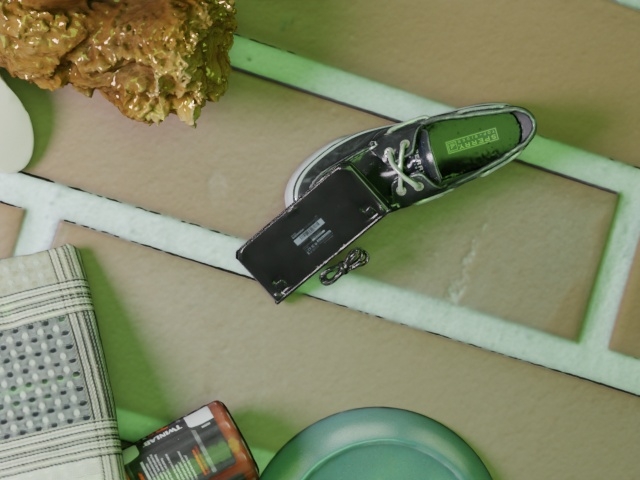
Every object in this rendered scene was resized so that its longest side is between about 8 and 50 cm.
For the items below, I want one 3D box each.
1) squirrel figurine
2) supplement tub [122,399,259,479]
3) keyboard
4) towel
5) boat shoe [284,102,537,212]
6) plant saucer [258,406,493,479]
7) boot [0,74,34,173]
[{"bbox_3d":[-0.182,-0.329,1.807,0.370,0.281,0.397,0,103,-21],"label":"squirrel figurine"},{"bbox_3d":[-0.174,0.265,1.844,0.198,0.106,0.106,-27,94,-9],"label":"supplement tub"},{"bbox_3d":[0.000,0.000,1.885,0.180,0.023,0.108,-40,97,20],"label":"keyboard"},{"bbox_3d":[-0.388,0.163,1.777,0.324,0.056,0.312,-9,70,-13],"label":"towel"},{"bbox_3d":[0.106,-0.088,1.904,0.301,0.102,0.108,-17,92,-10],"label":"boat shoe"},{"bbox_3d":[0.068,0.353,1.922,0.317,0.044,0.318,0,89,-10],"label":"plant saucer"},{"bbox_3d":[-0.382,-0.166,1.836,0.069,0.086,0.190,-31,123,-17],"label":"boot"}]
